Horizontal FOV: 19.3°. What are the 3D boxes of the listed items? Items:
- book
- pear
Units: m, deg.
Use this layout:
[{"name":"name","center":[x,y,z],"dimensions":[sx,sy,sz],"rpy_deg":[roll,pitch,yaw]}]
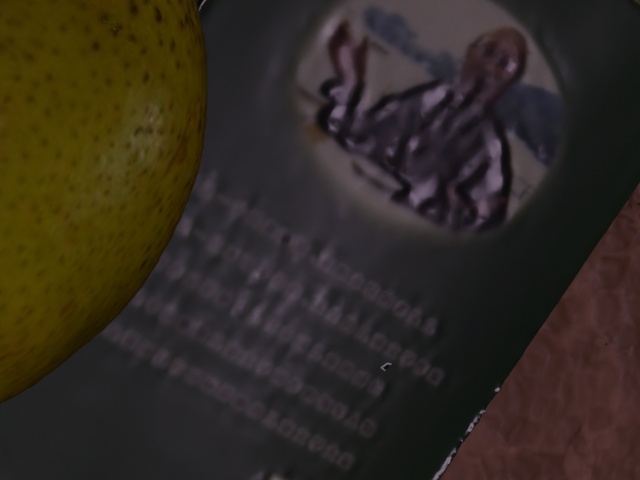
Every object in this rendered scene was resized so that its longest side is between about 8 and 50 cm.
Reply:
[{"name":"book","center":[0.000,0.000,0.910],"dimensions":[0.260,0.043,0.371],"rpy_deg":[33,93,-28]},{"name":"pear","center":[-0.184,-0.056,0.700],"dimensions":[0.294,0.294,0.294],"rpy_deg":[-6,107,-19]}]
